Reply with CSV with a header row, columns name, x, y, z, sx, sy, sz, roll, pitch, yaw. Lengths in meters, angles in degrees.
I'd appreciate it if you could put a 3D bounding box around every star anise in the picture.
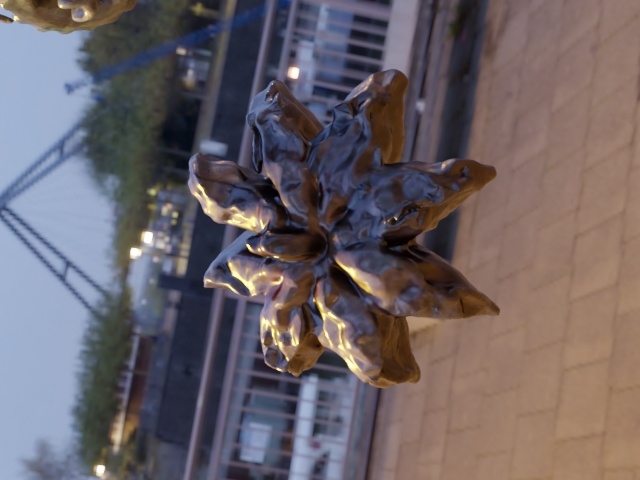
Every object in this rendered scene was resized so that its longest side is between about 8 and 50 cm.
name,x,y,z,sx,sy,sz,roll,pitch,yaw
star anise,-0.001,0.000,0.819,0.109,0.236,0.223,-25,-68,-57

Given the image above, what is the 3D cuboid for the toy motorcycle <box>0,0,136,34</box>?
name,x,y,z,sx,sy,sz,roll,pitch,yaw
toy motorcycle,-0.170,-0.231,0.672,0.327,0.188,0.143,43,-146,-59
